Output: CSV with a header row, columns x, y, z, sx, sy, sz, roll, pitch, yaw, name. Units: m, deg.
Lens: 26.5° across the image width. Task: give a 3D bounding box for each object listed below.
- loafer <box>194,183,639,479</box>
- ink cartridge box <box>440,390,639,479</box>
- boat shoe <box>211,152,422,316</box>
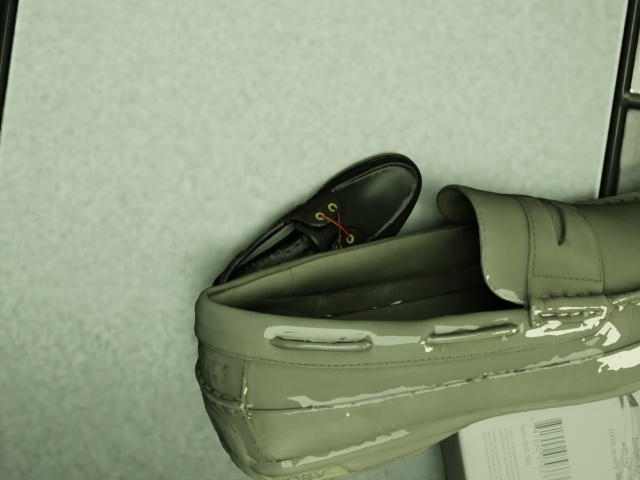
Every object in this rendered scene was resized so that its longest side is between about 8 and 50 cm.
x,y,z,sx,sy,sz,roll,pitch,yaw,name
0.093,0.024,0.674,0.319,0.112,0.111,-19,121,-11,loafer
0.147,0.127,0.725,0.150,0.063,0.109,-10,94,-6,ink cartridge box
0.001,0.001,0.714,0.133,0.042,0.049,-36,95,-4,boat shoe
